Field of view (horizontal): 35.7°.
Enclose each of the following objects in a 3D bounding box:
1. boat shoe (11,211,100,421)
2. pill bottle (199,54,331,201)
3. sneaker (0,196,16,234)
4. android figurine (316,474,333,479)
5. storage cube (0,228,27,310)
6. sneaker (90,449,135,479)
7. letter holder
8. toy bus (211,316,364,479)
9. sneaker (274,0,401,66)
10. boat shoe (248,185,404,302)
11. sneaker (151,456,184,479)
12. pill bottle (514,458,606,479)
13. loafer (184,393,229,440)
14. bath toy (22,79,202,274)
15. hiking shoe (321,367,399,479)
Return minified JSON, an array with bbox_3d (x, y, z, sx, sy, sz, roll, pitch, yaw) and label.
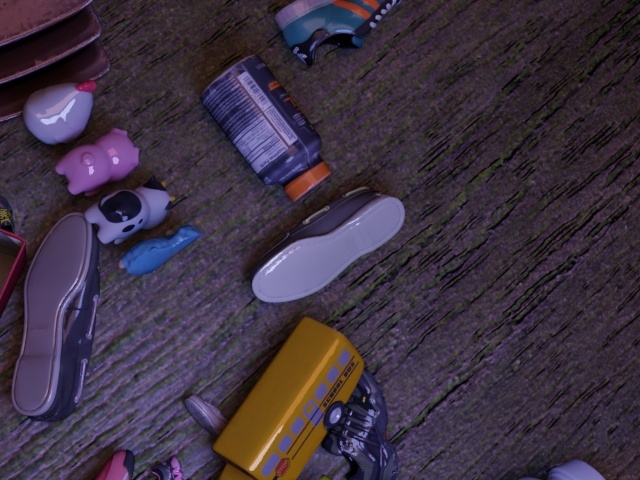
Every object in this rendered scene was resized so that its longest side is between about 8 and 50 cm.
[{"bbox_3d":[-0.414,0.124,1.597,0.112,0.095,0.335,3,73,21],"label":"boat shoe"},{"bbox_3d":[-0.086,-0.186,1.714,0.130,0.130,0.246,-38,92,-18],"label":"pill bottle"},{"bbox_3d":[-0.510,-0.033,1.615,0.031,0.035,0.083,-16,85,-19],"label":"sneaker"},{"bbox_3d":[-0.065,0.500,1.578,0.273,0.056,0.248,-38,132,-21],"label":"android figurine"},{"bbox_3d":[-0.566,0.064,1.500,0.183,0.193,0.215,24,76,-11],"label":"storage cube"},{"bbox_3d":[-0.407,0.437,1.520,0.136,0.116,0.314,37,73,-5],"label":"sneaker"},{"bbox_3d":[-0.506,-0.324,1.609,0.301,0.152,0.214,-26,90,-18],"label":"letter holder"},{"bbox_3d":[-0.064,0.298,1.615,0.333,0.108,0.130,-54,141,-17],"label":"toy bus"},{"bbox_3d":[0.072,-0.415,1.817,0.302,0.108,0.121,-27,89,-10],"label":"sneaker"},{"bbox_3d":[0.001,0.004,1.726,0.305,0.091,0.109,-31,127,-17],"label":"boat shoe"},{"bbox_3d":[-0.243,0.414,1.610,0.057,0.047,0.119,-13,77,-11],"label":"sneaker"},{"bbox_3d":[0.325,0.526,1.661,0.362,0.210,0.210,-24,88,-18],"label":"pill bottle"},{"bbox_3d":[-0.174,0.299,1.652,0.125,0.045,0.039,50,55,-10],"label":"loafer"},{"bbox_3d":[-0.341,-0.117,1.625,0.129,0.151,0.348,-36,88,12],"label":"bath toy"},{"bbox_3d":[0.055,0.315,1.687,0.114,0.086,0.227,-15,86,-21],"label":"hiking shoe"}]
